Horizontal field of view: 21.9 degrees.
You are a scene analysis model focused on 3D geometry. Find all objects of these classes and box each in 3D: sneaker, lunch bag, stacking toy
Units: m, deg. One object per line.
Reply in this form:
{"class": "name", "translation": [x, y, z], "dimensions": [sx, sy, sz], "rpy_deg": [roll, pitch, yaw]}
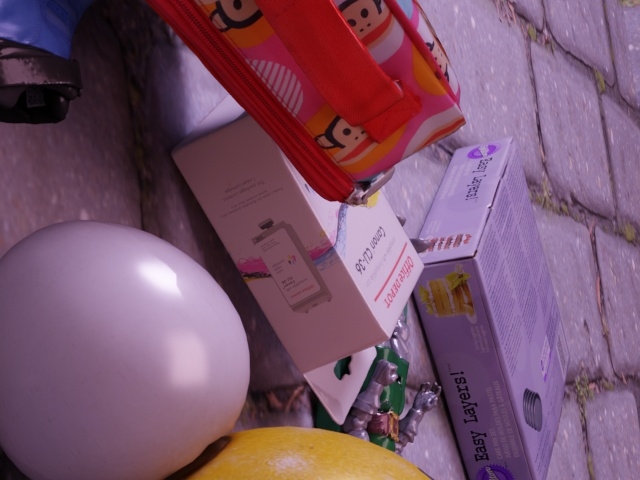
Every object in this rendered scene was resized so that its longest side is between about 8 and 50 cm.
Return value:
{"class": "sneaker", "translation": [-0.134, -0.097, 0.768], "dimensions": [0.152, 0.058, 0.084], "rpy_deg": [-40, 123, -74]}
{"class": "lunch bag", "translation": [-0.031, -0.155, 0.831], "dimensions": [0.293, 0.120, 0.258], "rpy_deg": [48, 13, -51]}
{"class": "stacking toy", "translation": [-0.006, 0.206, 0.724], "dimensions": [0.480, 0.350, 0.350], "rpy_deg": [59, 23, -8]}

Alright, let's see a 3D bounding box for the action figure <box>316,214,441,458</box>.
{"class": "action figure", "translation": [0.038, 0.102, 1.135], "dimensions": [0.137, 0.063, 0.232], "rpy_deg": [36, 55, -57]}

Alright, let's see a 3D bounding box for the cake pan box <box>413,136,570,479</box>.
{"class": "cake pan box", "translation": [0.161, 0.065, 1.500], "dimensions": [0.267, 0.070, 0.246], "rpy_deg": [-64, 142, -59]}

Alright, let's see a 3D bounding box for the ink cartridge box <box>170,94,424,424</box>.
{"class": "ink cartridge box", "translation": [0.000, 0.000, 1.014], "dimensions": [0.198, 0.067, 0.115], "rpy_deg": [60, 24, -13]}
